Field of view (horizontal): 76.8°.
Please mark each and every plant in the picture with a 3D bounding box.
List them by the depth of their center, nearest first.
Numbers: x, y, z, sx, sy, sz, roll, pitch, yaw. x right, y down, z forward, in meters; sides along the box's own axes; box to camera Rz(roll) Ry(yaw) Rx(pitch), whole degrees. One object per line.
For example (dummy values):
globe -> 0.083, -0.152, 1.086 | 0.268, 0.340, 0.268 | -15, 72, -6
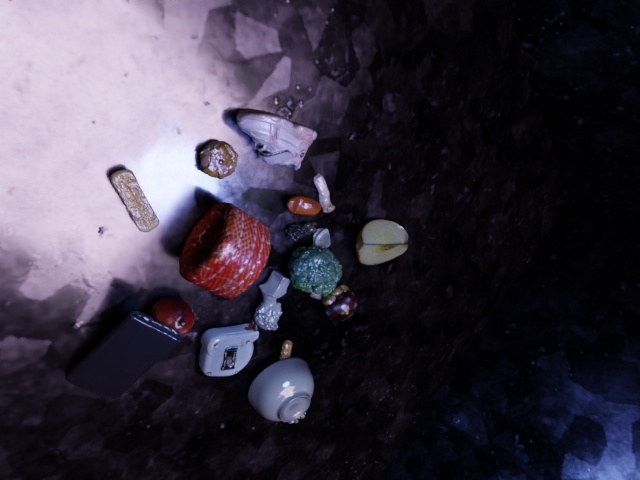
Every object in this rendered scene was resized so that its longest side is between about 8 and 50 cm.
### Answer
plant -> -0.084, -0.048, 1.907 | 0.174, 0.087, 0.085 | -20, 93, -34

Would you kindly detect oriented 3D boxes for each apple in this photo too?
apple -> 0.310, 0.015, 2.150 | 0.346, 0.179, 0.253 | -3, 97, -33

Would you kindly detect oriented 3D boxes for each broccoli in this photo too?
broccoli -> -0.035, 0.158, 1.933 | 0.270, 0.270, 0.270 | -23, 150, -27

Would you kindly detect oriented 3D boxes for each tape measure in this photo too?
tape measure -> -0.418, 0.501, 1.845 | 0.243, 0.125, 0.246 | 1, 107, -36

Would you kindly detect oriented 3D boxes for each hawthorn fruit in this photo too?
hawthorn fruit -> -0.588, 0.312, 1.607 | 0.169, 0.188, 0.168 | -5, 100, -32

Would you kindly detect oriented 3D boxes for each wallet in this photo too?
wallet -> -0.740, 0.439, 1.525 | 0.406, 0.062, 0.228 | -41, 122, 13

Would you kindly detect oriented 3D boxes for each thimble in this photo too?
thimble -> -0.368, 0.039, 1.569 | 0.231, 0.350, 0.350 | 35, 86, -39

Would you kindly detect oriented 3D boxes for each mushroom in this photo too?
mushroom -> 0.017, -0.223, 1.926 | 0.059, 0.054, 0.202 | -28, 118, -23

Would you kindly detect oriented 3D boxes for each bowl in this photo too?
bowl -> -0.170, 0.790, 2.060 | 0.354, 0.185, 0.353 | -19, 129, -26

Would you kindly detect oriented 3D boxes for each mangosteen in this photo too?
mangosteen -> 0.091, 0.314, 2.121 | 0.192, 0.192, 0.217 | -29, 90, -24

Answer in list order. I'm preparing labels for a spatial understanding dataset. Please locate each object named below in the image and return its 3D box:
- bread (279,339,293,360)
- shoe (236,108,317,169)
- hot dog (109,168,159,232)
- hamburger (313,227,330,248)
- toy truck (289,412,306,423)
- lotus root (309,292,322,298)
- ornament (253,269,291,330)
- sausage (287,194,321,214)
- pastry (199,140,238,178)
bread -> -0.176, 0.566, 2.089 | 0.066, 0.060, 0.110 | -2, 106, -49
shoe -> -0.182, -0.403, 1.633 | 0.351, 0.172, 0.198 | 9, 105, -36
hot dog -> -0.664, -0.143, 1.446 | 0.084, 0.073, 0.242 | -31, 123, -20
hamburger -> 0.002, 0.002, 2.002 | 0.084, 0.054, 0.121 | -32, 131, -24
toy truck -> -0.144, 0.972, 2.268 | 0.111, 0.076, 0.076 | -24, 96, -30
lotus root -> -0.027, 0.280, 2.103 | 0.083, 0.030, 0.037 | 31, 57, -42
ornament -> -0.236, 0.279, 1.900 | 0.120, 0.130, 0.284 | 7, 96, -55
sausage -> -0.079, -0.161, 1.864 | 0.179, 0.089, 0.089 | 9, 102, -35
pastry -> -0.394, -0.313, 1.572 | 0.153, 0.081, 0.153 | -21, 121, -40
